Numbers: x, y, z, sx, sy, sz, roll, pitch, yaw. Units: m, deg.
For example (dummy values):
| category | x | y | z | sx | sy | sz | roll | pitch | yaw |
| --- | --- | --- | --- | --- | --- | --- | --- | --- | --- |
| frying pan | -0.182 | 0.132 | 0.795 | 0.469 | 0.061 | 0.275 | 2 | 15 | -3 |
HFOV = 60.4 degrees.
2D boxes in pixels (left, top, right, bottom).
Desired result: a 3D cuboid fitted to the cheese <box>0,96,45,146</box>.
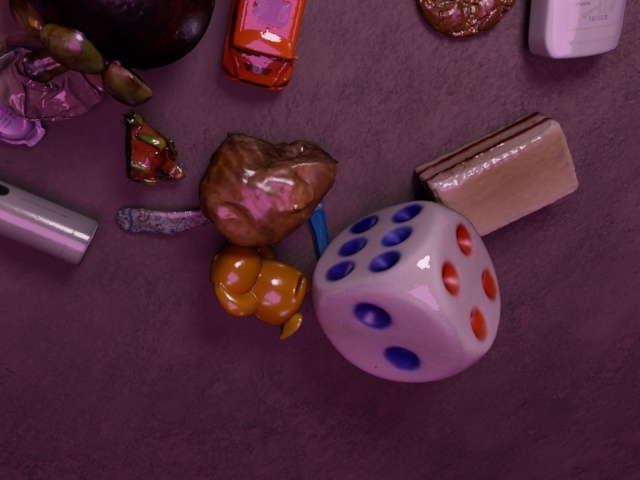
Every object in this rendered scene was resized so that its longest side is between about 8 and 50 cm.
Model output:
| category | x | y | z | sx | sy | sz | roll | pitch | yaw |
| --- | --- | --- | --- | --- | --- | --- | --- | --- | --- |
| cheese | -0.616 | -0.258 | 1.045 | 0.105 | 0.042 | 0.191 | -41 | 115 | 10 |

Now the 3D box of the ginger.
| category | x | y | z | sx | sy | sz | roll | pitch | yaw |
| --- | --- | --- | --- | --- | --- | --- | --- | --- | --- |
| ginger | -0.113 | -0.091 | 1.127 | 0.269 | 0.200 | 0.223 | 8 | 113 | -14 |

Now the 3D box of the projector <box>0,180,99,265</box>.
| category | x | y | z | sx | sy | sz | roll | pitch | yaw |
| --- | --- | --- | --- | --- | --- | --- | --- | --- | --- |
| projector | -0.629 | -0.058 | 1.108 | 0.337 | 0.108 | 0.108 | 26 | 110 | -21 |

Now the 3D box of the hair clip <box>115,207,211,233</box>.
| category | x | y | z | sx | sy | sz | roll | pitch | yaw |
| --- | --- | --- | --- | --- | --- | --- | --- | --- | --- |
| hair clip | -0.331 | -0.047 | 1.205 | 0.228 | 0.036 | 0.066 | -4 | 124 | -8 |

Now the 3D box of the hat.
| category | x | y | z | sx | sy | sz | roll | pitch | yaw |
| --- | --- | --- | --- | --- | --- | --- | --- | --- | --- |
| hat | -0.502 | -0.349 | 1.004 | 0.214 | 0.149 | 0.245 | 12 | 76 | -34 |

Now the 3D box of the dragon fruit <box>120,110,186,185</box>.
| category | x | y | z | sx | sy | sz | roll | pitch | yaw |
| --- | --- | --- | --- | --- | --- | --- | --- | --- | --- |
| dragon fruit | -0.347 | -0.178 | 1.101 | 0.142 | 0.139 | 0.174 | -13 | 161 | 38 |

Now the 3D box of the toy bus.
| category | x | y | z | sx | sy | sz | roll | pitch | yaw |
| --- | --- | --- | --- | --- | --- | --- | --- | --- | --- |
| toy bus | -0.088 | -0.433 | 0.986 | 0.142 | 0.153 | 0.330 | 10 | 116 | -14 |

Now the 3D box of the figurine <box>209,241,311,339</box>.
| category | x | y | z | sx | sy | sz | roll | pitch | yaw |
| --- | --- | --- | --- | --- | --- | --- | --- | --- | --- |
| figurine | -0.133 | 0.097 | 1.227 | 0.227 | 0.215 | 0.215 | 16 | 114 | -4 |

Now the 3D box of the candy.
| category | x | y | z | sx | sy | sz | roll | pitch | yaw |
| --- | --- | --- | --- | --- | --- | --- | --- | --- | --- |
| candy | 0.394 | -0.137 | 1.231 | 0.320 | 0.135 | 0.180 | -25 | 120 | 4 |

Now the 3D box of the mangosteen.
| category | x | y | z | sx | sy | sz | roll | pitch | yaw |
| --- | --- | --- | --- | --- | --- | --- | --- | --- | --- |
| mangosteen | -0.323 | -0.402 | 0.869 | 0.329 | 0.330 | 0.331 | -4 | 117 | -8 |

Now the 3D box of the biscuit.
| category | x | y | z | sx | sy | sz | roll | pitch | yaw |
| --- | --- | --- | --- | --- | --- | --- | --- | --- | --- |
| biscuit | 0.290 | -0.509 | 1.076 | 0.225 | 0.042 | 0.226 | -5 | 117 | -9 |

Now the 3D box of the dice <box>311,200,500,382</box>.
| category | x | y | z | sx | sy | sz | roll | pitch | yaw |
| --- | --- | --- | --- | --- | --- | --- | --- | --- | --- |
| dice | 0.186 | 0.112 | 1.189 | 0.304 | 0.277 | 0.304 | -12 | 123 | 39 |

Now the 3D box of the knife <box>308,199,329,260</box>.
| category | x | y | z | sx | sy | sz | roll | pitch | yaw |
| --- | --- | --- | --- | --- | --- | --- | --- | --- | --- |
| knife | 0.000 | -0.001 | 1.294 | 0.044 | 0.026 | 0.297 | -10 | 121 | -1 |

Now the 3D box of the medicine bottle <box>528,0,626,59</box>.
| category | x | y | z | sx | sy | sz | roll | pitch | yaw |
| --- | --- | --- | --- | --- | --- | --- | --- | --- | --- |
| medicine bottle | 0.505 | -0.528 | 1.058 | 0.179 | 0.124 | 0.325 | -11 | 120 | -10 |
